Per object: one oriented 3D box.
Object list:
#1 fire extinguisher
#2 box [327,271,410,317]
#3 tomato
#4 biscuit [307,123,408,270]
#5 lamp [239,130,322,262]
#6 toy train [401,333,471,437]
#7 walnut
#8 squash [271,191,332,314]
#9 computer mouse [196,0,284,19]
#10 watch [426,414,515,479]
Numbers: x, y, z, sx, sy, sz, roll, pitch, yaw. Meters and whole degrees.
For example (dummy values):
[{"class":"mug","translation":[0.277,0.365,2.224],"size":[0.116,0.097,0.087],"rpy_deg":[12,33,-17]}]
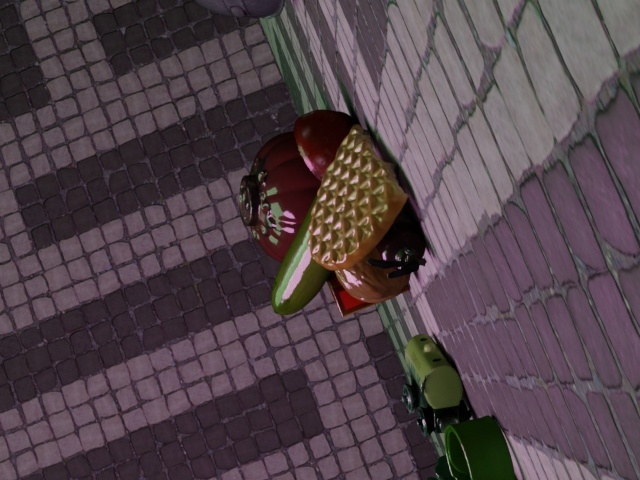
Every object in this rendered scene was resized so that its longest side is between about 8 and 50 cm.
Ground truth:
[{"class":"fire extinguisher","translation":[0.099,-0.009,1.616],"size":[0.231,0.099,0.071],"rpy_deg":[-111,26,-55]},{"class":"box","translation":[0.095,0.087,2.243],"size":[0.240,0.153,0.074],"rpy_deg":[-121,13,-83]},{"class":"tomato","translation":[0.034,-0.174,1.890],"size":[0.159,0.091,0.139],"rpy_deg":[20,-128,-54]},{"class":"biscuit","translation":[0.041,-0.057,1.644],"size":[0.040,0.205,0.309],"rpy_deg":[25,-162,-20]},{"class":"lamp","translation":[-0.049,-0.095,2.386],"size":[0.303,0.257,0.303],"rpy_deg":[177,90,-70]},{"class":"toy train","translation":[0.208,0.264,1.964],"size":[0.253,0.105,0.157],"rpy_deg":[-116,18,-78]},{"class":"walnut","translation":[0.091,0.034,1.911],"size":[0.166,0.149,0.166],"rpy_deg":[35,-157,-17]},{"class":"squash","translation":[0.000,0.000,2.206],"size":[0.395,0.107,0.107],"rpy_deg":[-64,30,29]},{"class":"computer mouse","translation":[-0.172,-0.534,2.030],"size":[0.374,0.203,0.114],"rpy_deg":[79,-166,-57]},{"class":"watch","translation":[0.229,0.337,1.616],"size":[0.165,0.131,0.152],"rpy_deg":[-112,11,-58]}]
